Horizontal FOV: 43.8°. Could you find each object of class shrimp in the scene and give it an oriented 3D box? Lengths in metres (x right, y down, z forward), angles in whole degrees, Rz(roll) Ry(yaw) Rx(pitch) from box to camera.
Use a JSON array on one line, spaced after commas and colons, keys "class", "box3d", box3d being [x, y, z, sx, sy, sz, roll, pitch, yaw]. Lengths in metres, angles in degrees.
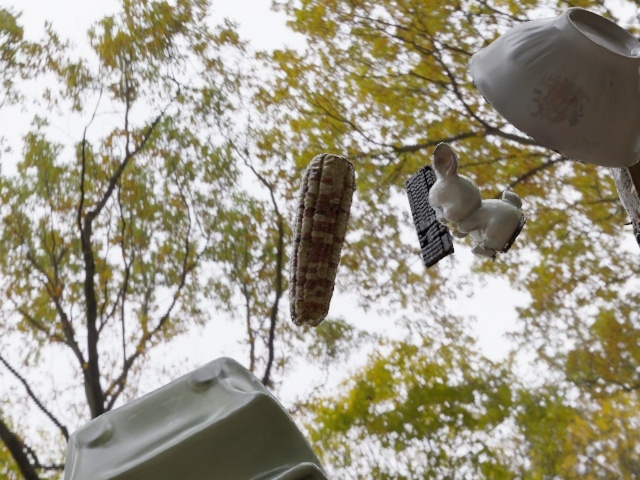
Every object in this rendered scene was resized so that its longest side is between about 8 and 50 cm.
[{"class": "shrimp", "box3d": [0.481, -0.080, 1.188, 0.058, 0.296, 0.169, -23, -33, 32]}]

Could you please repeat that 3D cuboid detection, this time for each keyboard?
[{"class": "keyboard", "box3d": [0.204, -0.051, 1.519, 0.072, 0.231, 0.023, -35, -48, 28]}]

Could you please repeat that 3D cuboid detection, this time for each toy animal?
[{"class": "toy animal", "box3d": [0.161, -0.039, 0.869, 0.124, 0.071, 0.085, 34, -82, 6]}]

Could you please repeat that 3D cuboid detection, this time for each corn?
[{"class": "corn", "box3d": [0.000, 0.000, 1.078, 0.080, 0.079, 0.237, 10, -100, -19]}]

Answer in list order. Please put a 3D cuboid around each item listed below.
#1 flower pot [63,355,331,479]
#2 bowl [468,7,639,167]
[{"class": "flower pot", "box3d": [-0.010, 0.237, 0.396, 0.165, 0.367, 0.254, -27, -61, -14]}, {"class": "bowl", "box3d": [0.243, -0.160, 0.743, 0.189, 0.189, 0.086, 12, -49, -20]}]
